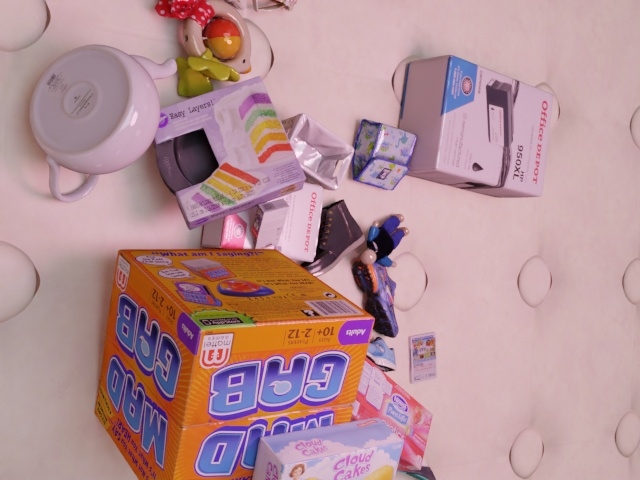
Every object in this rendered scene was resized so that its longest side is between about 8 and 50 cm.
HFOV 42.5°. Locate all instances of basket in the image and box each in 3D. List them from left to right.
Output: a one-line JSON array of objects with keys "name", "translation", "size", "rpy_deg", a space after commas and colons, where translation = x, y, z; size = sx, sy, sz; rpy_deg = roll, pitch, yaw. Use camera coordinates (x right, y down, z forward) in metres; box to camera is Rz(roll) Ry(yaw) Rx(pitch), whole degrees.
[{"name": "basket", "translation": [-0.028, -0.196, 1.846], "size": [0.167, 0.103, 0.113], "rpy_deg": [32, 74, -33]}]

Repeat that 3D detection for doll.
[{"name": "doll", "translation": [0.155, 0.007, 1.983], "size": [0.189, 0.046, 0.129], "rpy_deg": [-40, 113, -49]}]

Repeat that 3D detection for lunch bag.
[{"name": "lunch bag", "translation": [0.148, -0.203, 1.983], "size": [0.129, 0.096, 0.151], "rpy_deg": [12, 99, -38]}]

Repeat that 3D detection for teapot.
[{"name": "teapot", "translation": [-0.399, -0.222, 1.531], "size": [0.187, 0.256, 0.253], "rpy_deg": [41, 38, -69]}]

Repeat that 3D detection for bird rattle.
[{"name": "bird rattle", "translation": [-0.236, -0.424, 1.705], "size": [0.207, 0.143, 0.253], "rpy_deg": [-12, 86, -47]}]

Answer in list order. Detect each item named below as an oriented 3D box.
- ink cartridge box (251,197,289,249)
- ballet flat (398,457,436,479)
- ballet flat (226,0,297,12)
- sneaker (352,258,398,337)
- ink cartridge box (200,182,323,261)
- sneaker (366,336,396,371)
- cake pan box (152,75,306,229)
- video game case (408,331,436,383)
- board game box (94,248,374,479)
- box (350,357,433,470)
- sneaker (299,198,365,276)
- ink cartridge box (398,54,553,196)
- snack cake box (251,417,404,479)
[{"name": "ink cartridge box", "translation": [-0.108, -0.032, 1.698], "size": [0.063, 0.029, 0.115], "rpy_deg": [-16, 144, -32]}, {"name": "ballet flat", "translation": [0.226, 0.565, 2.084], "size": [0.203, 0.074, 0.074], "rpy_deg": [25, 77, -31]}, {"name": "ballet flat", "translation": [-0.145, -0.530, 1.763], "size": [0.241, 0.091, 0.077], "rpy_deg": [-5, 115, -32]}, {"name": "sneaker", "translation": [0.154, 0.136, 2.007], "size": [0.087, 0.083, 0.221], "rpy_deg": [-27, 109, -35]}, {"name": "ink cartridge box", "translation": [-0.124, -0.054, 1.784], "size": [0.237, 0.100, 0.172], "rpy_deg": [10, 87, -35]}, {"name": "sneaker", "translation": [0.123, 0.267, 2.012], "size": [0.162, 0.063, 0.073], "rpy_deg": [31, 57, -37]}, {"name": "cake pan box", "translation": [-0.197, -0.177, 1.654], "size": [0.267, 0.070, 0.246], "rpy_deg": [-20, 78, -13]}, {"name": "video game case", "translation": [0.266, 0.304, 2.134], "size": [0.087, 0.011, 0.122], "rpy_deg": [-5, 95, -35]}, {"name": "board game box", "translation": [-0.175, 0.241, 1.551], "size": [0.356, 0.356, 0.356], "rpy_deg": [0, 110, -36]}, {"name": "box", "translation": [0.112, 0.406, 1.928], "size": [0.300, 0.142, 0.154], "rpy_deg": [42, 50, -29]}, {"name": "sneaker", "translation": [0.000, 0.000, 1.897], "size": [0.222, 0.083, 0.118], "rpy_deg": [-39, 108, -38]}, {"name": "ink cartridge box", "translation": [0.401, -0.280, 2.110], "size": [0.395, 0.166, 0.285], "rpy_deg": [9, 87, -36]}, {"name": "snack cake box", "translation": [0.010, 0.419, 1.473], "size": [0.264, 0.089, 0.152], "rpy_deg": [-1, 113, -35]}]
